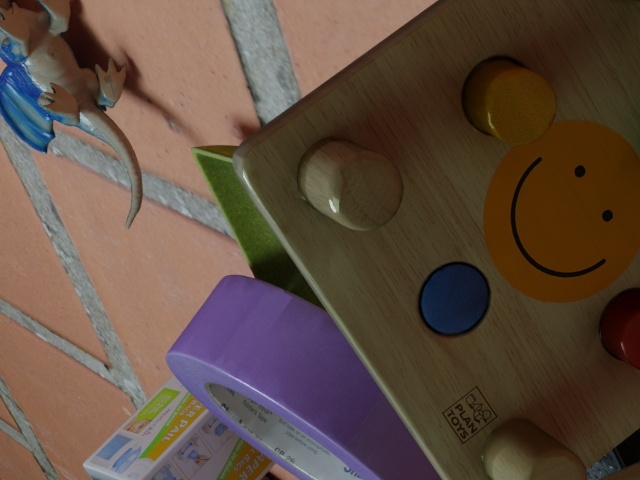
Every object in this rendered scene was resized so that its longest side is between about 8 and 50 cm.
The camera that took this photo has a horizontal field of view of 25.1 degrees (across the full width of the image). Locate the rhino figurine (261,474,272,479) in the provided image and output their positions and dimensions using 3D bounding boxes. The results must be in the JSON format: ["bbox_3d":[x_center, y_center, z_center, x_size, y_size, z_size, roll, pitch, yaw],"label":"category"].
[{"bbox_3d":[-0.110,0.298,1.747,0.243,0.073,0.106,36,157,24],"label":"rhino figurine"}]

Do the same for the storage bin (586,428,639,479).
[{"bbox_3d":[0.197,0.095,0.920,0.084,0.122,0.180,10,137,52],"label":"storage bin"}]

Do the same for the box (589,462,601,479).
[{"bbox_3d":[0.258,0.236,1.050,0.153,0.108,0.207,18,143,45],"label":"box"}]

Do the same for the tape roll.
[{"bbox_3d":[-0.002,0.148,1.273,0.274,0.090,0.275,32,162,12],"label":"tape roll"}]

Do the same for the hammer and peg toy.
[{"bbox_3d":[0.145,0.032,0.751,0.361,0.266,0.127,57,172,-20],"label":"hammer and peg toy"}]

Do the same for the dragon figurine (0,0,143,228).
[{"bbox_3d":[-0.241,-0.138,1.295,0.289,0.085,0.144,53,156,-3],"label":"dragon figurine"}]

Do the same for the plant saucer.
[{"bbox_3d":[0.000,0.000,1.176,0.188,0.045,0.188,18,143,46],"label":"plant saucer"}]

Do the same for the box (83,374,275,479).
[{"bbox_3d":[-0.122,0.206,1.478,0.114,0.203,0.103,5,134,52],"label":"box"}]
